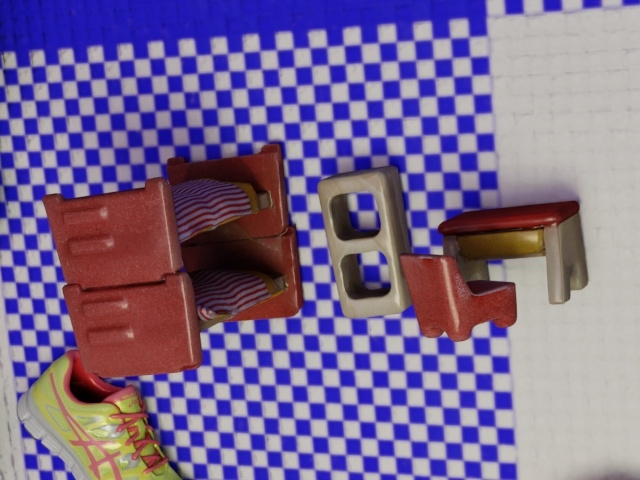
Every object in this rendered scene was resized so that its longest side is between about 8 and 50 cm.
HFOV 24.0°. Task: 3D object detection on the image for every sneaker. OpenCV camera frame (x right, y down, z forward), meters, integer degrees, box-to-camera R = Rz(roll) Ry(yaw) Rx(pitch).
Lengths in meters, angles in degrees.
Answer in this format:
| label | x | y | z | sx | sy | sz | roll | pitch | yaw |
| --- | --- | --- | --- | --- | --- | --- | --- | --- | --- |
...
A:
| label | x | y | z | sx | sy | sz | roll | pitch | yaw |
| --- | --- | --- | --- | --- | --- | --- | --- | --- | --- |
| sneaker | -0.185 | 0.181 | 1.379 | 0.208 | 0.081 | 0.094 | 38 | 111 | 12 |

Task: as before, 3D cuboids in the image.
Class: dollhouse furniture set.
| label | x | y | z | sx | sy | sz | roll | pitch | yaw |
| --- | --- | --- | --- | --- | --- | --- | --- | --- | --- |
| dollhouse furniture set | 0.000 | 0.000 | 1.193 | 0.374 | 0.201 | 0.152 | -7 | 98 | 25 |
